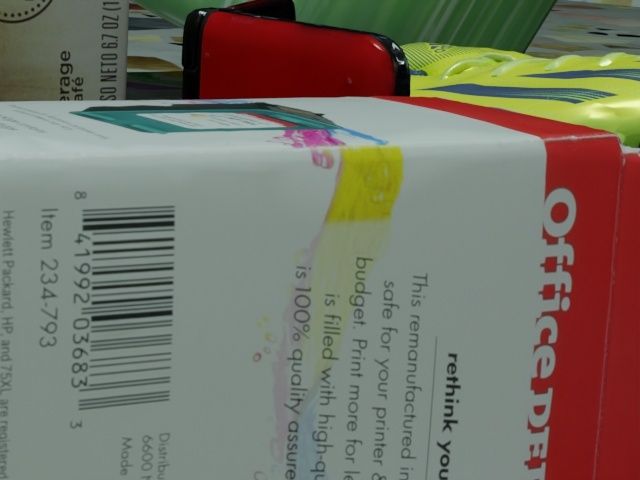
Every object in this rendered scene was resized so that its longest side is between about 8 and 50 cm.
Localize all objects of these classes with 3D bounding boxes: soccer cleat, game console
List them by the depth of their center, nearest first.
[{"bbox_3d":[0.000,0.000,0.573,0.124,0.144,0.085,15,17,43],"label":"game console"},{"bbox_3d":[0.068,-0.044,0.722,0.289,0.093,0.121,-9,51,18],"label":"soccer cleat"}]

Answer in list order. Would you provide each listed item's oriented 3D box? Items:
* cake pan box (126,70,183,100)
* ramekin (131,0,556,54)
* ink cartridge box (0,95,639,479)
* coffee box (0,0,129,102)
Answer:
[{"bbox_3d":[-0.006,-0.041,0.967,0.246,0.070,0.267,-8,17,-37],"label":"cake pan box"},{"bbox_3d":[-0.012,-0.176,0.888,0.303,0.148,0.303,26,12,-6],"label":"ramekin"},{"bbox_3d":[-0.011,0.038,0.416,0.231,0.134,0.078,-3,13,-32],"label":"ink cartridge box"},{"bbox_3d":[-0.216,-0.021,0.558,0.297,0.168,0.119,-6,15,-34],"label":"coffee box"}]
